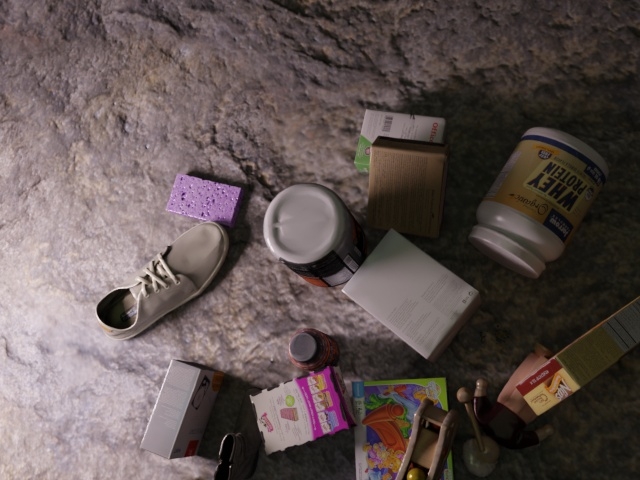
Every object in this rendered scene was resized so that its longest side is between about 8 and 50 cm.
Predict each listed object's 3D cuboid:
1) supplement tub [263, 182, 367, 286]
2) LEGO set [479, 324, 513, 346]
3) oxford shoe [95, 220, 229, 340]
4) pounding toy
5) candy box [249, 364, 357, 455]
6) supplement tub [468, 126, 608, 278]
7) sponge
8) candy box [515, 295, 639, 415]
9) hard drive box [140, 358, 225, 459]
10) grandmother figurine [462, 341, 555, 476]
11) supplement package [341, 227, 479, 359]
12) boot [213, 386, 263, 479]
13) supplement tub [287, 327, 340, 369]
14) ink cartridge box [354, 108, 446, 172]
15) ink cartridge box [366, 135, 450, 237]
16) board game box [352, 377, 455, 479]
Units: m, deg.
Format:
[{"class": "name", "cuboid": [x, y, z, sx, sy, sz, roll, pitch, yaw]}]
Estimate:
[{"class": "supplement tub", "cuboid": [0.000, 0.000, 1.778, 0.207, 0.338, 0.207, -3, 75, 13]}, {"class": "LEGO set", "cuboid": [0.441, 0.238, 1.781, 0.083, 0.023, 0.054, 6, 76, 29]}, {"class": "oxford shoe", "cuboid": [-0.440, 0.113, 1.972, 0.449, 0.130, 0.169, -39, 69, 1]}, {"class": "pounding toy", "cuboid": [0.283, 0.456, 1.602, 0.155, 0.154, 0.269, 19, 82, 24]}, {"class": "candy box", "cuboid": [-0.043, 0.421, 1.764, 0.234, 0.071, 0.159, -23, 73, 18]}, {"class": "supplement tub", "cuboid": [0.523, -0.089, 1.729, 0.228, 0.228, 0.316, 31, 85, 19]}, {"class": "sponge", "cuboid": [-0.332, -0.116, 2.051, 0.210, 0.031, 0.117, 14, 80, 17]}, {"class": "candy box", "cuboid": [0.601, 0.251, 1.578, 0.317, 0.183, 0.087, -26, 70, -28]}, {"class": "hard drive box", "cuboid": [-0.352, 0.434, 1.841, 0.089, 0.181, 0.232, 17, 82, 16]}, {"class": "grandmother figurine", "cuboid": [0.452, 0.408, 1.694, 0.208, 0.104, 0.342, 34, 84, 28]}, {"class": "supplement package", "cuboid": [0.230, 0.140, 1.760, 0.263, 0.198, 0.199, 38, 88, 19]}, {"class": "boot", "cuboid": [-0.195, 0.493, 1.797, 0.084, 0.161, 0.246, 7, 78, 15]}, {"class": "supplement tub", "cuboid": [-0.020, 0.276, 1.788, 0.106, 0.198, 0.105, -3, 77, 13]}, {"class": "ink cartridge box", "cuboid": [0.218, -0.254, 1.916, 0.220, 0.092, 0.160, 11, 80, 16]}, {"class": "ink cartridge box", "cuboid": [0.224, -0.138, 1.825, 0.194, 0.088, 0.234, 10, 120, 15]}, {"class": "board game box", "cuboid": [0.205, 0.515, 1.737, 0.234, 0.078, 0.346, -6, 75, 12]}]
